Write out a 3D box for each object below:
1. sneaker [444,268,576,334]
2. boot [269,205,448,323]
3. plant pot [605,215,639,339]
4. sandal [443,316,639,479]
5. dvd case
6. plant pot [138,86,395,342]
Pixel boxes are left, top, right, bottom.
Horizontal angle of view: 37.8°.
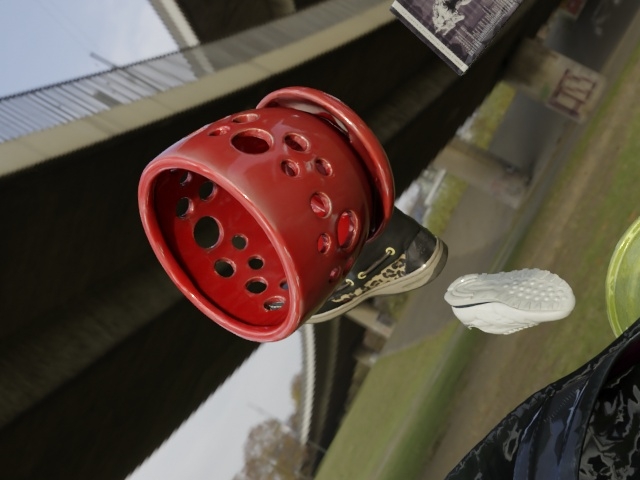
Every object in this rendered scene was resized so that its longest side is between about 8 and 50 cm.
[{"bbox_3d":[0.319,0.108,1.530,0.235,0.095,0.090,1,38,47],"label":"sneaker"},{"bbox_3d":[0.000,0.000,1.651,0.377,0.284,0.138,-17,41,35],"label":"boot"},{"bbox_3d":[0.504,0.086,1.096,0.276,0.276,0.254,-62,2,11],"label":"plant pot"},{"bbox_3d":[0.199,0.120,0.555,0.446,0.167,0.107,-45,-25,-16],"label":"sandal"},{"bbox_3d":[0.225,-0.389,1.462,0.018,0.164,0.221,-41,-7,-47],"label":"dvd case"},{"bbox_3d":[-0.037,-0.031,0.839,0.174,0.191,0.191,-38,-21,-35],"label":"plant pot"}]
